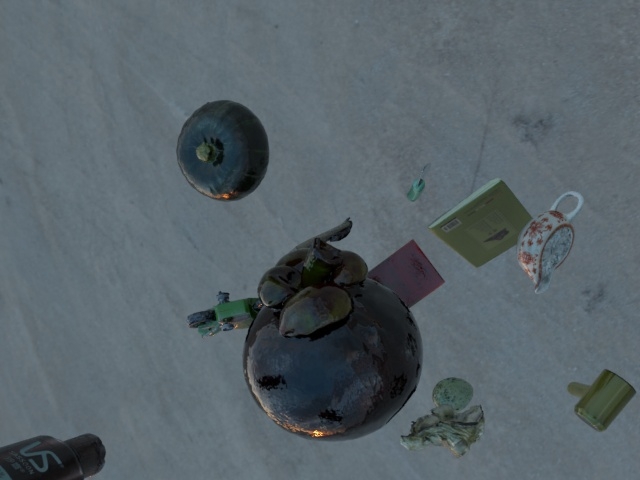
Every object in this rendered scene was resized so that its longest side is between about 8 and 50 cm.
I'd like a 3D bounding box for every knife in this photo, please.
[{"bbox_3d":[0.261,-0.157,1.489,0.034,0.063,0.260,41,171,8],"label":"knife"},{"bbox_3d":[0.005,0.004,1.651,0.043,0.365,0.089,41,120,13],"label":"knife"}]

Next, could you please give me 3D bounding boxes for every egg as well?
[{"bbox_3d":[0.330,0.383,1.451,0.085,0.110,0.085,53,154,41],"label":"egg"}]

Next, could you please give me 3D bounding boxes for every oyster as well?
[{"bbox_3d":[0.242,0.379,1.154,0.163,0.191,0.081,180,87,-78],"label":"oyster"}]

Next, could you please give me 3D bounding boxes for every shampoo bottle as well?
[{"bbox_3d":[-0.455,0.360,0.866,0.129,0.323,0.084,33,97,20],"label":"shampoo bottle"}]

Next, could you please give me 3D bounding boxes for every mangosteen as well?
[{"bbox_3d":[0.013,0.157,0.971,0.307,0.307,0.347,0,112,47],"label":"mangosteen"}]

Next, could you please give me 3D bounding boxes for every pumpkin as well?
[{"bbox_3d":[-0.163,-0.149,0.971,0.167,0.125,0.167,2,93,47],"label":"pumpkin"}]

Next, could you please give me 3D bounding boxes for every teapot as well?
[{"bbox_3d":[0.531,-0.004,1.361,0.116,0.159,0.246,46,118,58],"label":"teapot"}]

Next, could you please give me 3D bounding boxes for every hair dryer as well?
[{"bbox_3d":[0.710,0.415,1.538,0.090,0.135,0.279,40,176,9],"label":"hair dryer"}]

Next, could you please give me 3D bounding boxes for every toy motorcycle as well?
[{"bbox_3d":[-0.163,0.145,1.147,0.106,0.190,0.074,73,-177,-69],"label":"toy motorcycle"}]

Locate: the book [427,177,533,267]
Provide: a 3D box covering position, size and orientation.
[{"bbox_3d":[0.483,-0.041,1.702,0.239,0.352,0.035,-37,52,19],"label":"book"}]

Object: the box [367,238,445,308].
[{"bbox_3d":[0.274,0.165,2.151,0.313,0.089,0.197,-36,83,3],"label":"box"}]
